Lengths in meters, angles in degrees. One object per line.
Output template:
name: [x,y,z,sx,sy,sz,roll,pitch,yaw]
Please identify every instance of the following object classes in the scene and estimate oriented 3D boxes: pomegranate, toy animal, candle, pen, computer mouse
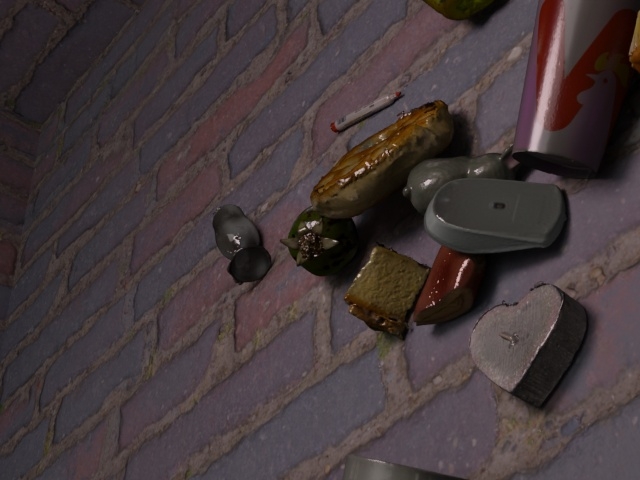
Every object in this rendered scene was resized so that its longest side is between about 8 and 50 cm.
pomegranate: [-0.002,-0.006,2.088,0.149,0.169,0.148,-4,75,16]
toy animal: [0.259,-0.100,1.825,0.236,0.138,0.108,-11,87,38]
candle: [0.301,0.159,1.589,0.192,0.068,0.168,-31,39,45]
pen: [0.098,-0.275,2.293,0.218,0.026,0.026,-23,49,48]
computer mouse: [0.278,-0.036,1.728,0.231,0.079,0.127,7,54,24]

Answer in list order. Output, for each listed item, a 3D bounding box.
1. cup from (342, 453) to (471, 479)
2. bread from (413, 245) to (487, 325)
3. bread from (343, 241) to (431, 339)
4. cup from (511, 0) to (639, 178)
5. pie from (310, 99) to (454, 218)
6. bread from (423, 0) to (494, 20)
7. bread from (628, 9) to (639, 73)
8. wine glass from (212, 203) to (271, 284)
cup: [0.140,0.442,1.541,0.258,0.186,0.234,4,77,29]
bread: [0.225,0.063,1.784,0.119,0.067,0.192,13,76,63]
bread: [0.107,0.083,1.929,0.147,0.127,0.152,-62,13,1]
cup: [0.398,-0.251,1.668,0.203,0.203,0.288,9,80,59]
pie: [0.112,-0.147,2.019,0.315,0.092,0.315,-35,13,9]
bread: [0.256,-0.551,2.177,0.166,0.112,0.383,-53,30,13]
bread: [0.532,-0.291,1.523,0.190,0.132,0.114,-23,48,54]
wine glass: [-0.184,0.004,2.437,0.103,0.103,0.222,-55,31,14]
